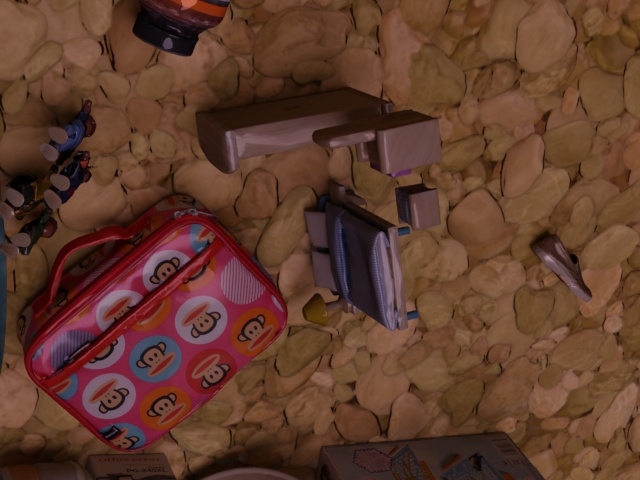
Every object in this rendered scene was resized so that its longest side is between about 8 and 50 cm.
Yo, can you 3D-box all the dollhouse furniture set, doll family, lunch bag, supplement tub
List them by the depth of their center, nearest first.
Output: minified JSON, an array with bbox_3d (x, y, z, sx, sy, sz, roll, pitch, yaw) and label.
[{"bbox_3d":[-0.134,-0.299,1.178,0.106,0.106,0.197,16,109,-29],"label":"supplement tub"},{"bbox_3d":[-0.296,-0.068,1.232,0.076,0.111,0.193,44,108,-1],"label":"doll family"},{"bbox_3d":[0.000,0.000,1.284,0.198,0.286,0.303,-13,109,-17],"label":"dollhouse furniture set"},{"bbox_3d":[-0.213,0.088,1.348,0.293,0.120,0.258,-41,120,-1],"label":"lunch bag"}]

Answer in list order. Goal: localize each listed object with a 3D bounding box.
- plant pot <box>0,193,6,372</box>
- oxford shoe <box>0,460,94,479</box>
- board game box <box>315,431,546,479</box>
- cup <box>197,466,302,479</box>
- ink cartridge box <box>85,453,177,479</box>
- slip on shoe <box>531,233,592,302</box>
[{"bbox_3d":[-0.456,0.021,1.110,0.235,0.293,0.292,-2,117,-8],"label":"plant pot"},{"bbox_3d":[-0.446,0.467,1.415,0.130,0.169,0.449,26,96,-35],"label":"oxford shoe"},{"bbox_3d":[0.196,0.395,1.561,0.318,0.318,0.065,0,116,-23],"label":"board game box"},{"bbox_3d":[-0.074,0.506,1.536,0.331,0.331,0.237,-37,147,-1],"label":"cup"},{"bbox_3d":[-0.241,0.341,1.444,0.109,0.150,0.063,4,110,-25],"label":"ink cartridge box"},{"bbox_3d":[0.359,0.040,1.606,0.041,0.051,0.135,-45,116,7],"label":"slip on shoe"}]
